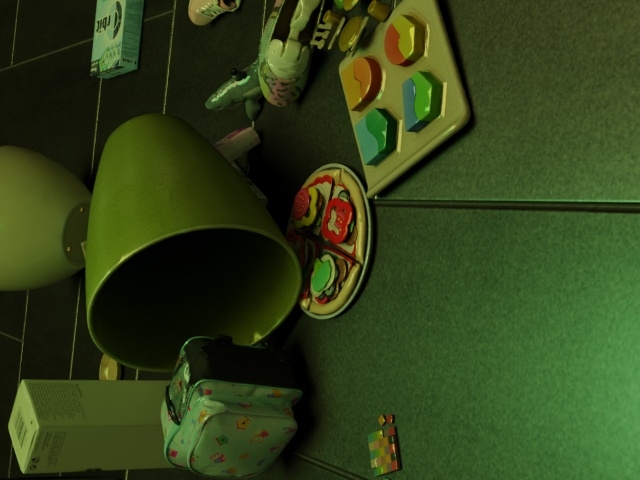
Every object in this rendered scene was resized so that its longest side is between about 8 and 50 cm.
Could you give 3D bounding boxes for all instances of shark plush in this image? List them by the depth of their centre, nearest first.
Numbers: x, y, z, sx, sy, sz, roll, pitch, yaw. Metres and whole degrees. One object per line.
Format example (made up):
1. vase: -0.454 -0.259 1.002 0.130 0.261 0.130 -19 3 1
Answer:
1. shark plush: -0.103 -0.230 1.520 0.161 0.067 0.073 -29 60 52

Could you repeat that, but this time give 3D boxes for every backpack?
1. backpack: -0.123 0.231 1.384 0.188 0.165 0.144 -56 37 41

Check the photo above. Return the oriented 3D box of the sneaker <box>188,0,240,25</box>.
1. sneaker: -0.166 -0.375 1.658 0.134 0.051 0.070 -46 43 38

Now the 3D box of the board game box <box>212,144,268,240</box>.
1. board game box: -0.183 0.028 1.615 0.193 0.053 0.305 46 122 50

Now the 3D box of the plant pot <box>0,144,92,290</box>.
1. plant pot: -0.529 -0.028 2.011 0.190 0.284 0.284 11 95 23

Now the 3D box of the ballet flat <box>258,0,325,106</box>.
1. ballet flat: -0.032 -0.287 1.408 0.079 0.076 0.222 -136 60 -72

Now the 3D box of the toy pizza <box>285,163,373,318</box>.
1. toy pizza: 0.000 0.000 1.352 0.201 0.032 0.201 -14 73 56

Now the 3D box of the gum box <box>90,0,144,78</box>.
1. gum box: -0.390 -0.413 2.025 0.157 0.041 0.185 1 85 57

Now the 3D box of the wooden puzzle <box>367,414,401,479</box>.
1. wooden puzzle: 0.073 0.244 1.219 0.049 0.006 0.083 -33 58 50

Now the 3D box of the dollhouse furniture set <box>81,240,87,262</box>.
1. dollhouse furniture set: -0.318 0.083 1.815 0.182 0.101 0.161 27 132 55

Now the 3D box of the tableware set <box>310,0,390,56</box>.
1. tableware set: 0.042 -0.281 1.321 0.104 0.024 0.154 -64 25 2

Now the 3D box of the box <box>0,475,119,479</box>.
1. box: -0.505 0.603 1.902 0.312 0.178 0.343 -18 70 56

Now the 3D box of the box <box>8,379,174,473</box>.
1. box: -0.310 0.273 1.564 0.113 0.275 0.094 54 128 48

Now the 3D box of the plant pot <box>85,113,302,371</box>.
1. plant pot: -0.198 -0.024 1.408 0.275 0.274 0.294 -58 40 34

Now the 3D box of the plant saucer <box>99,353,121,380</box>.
1. plant saucer: -0.381 0.241 1.922 0.083 0.015 0.084 -13 75 56

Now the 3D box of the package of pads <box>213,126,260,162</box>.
1. package of pads: -0.133 -0.134 1.538 0.050 0.083 0.032 2 124 57

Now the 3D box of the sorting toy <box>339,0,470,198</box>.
1. sorting toy: 0.087 -0.179 1.241 0.193 0.038 0.208 -38 54 49
